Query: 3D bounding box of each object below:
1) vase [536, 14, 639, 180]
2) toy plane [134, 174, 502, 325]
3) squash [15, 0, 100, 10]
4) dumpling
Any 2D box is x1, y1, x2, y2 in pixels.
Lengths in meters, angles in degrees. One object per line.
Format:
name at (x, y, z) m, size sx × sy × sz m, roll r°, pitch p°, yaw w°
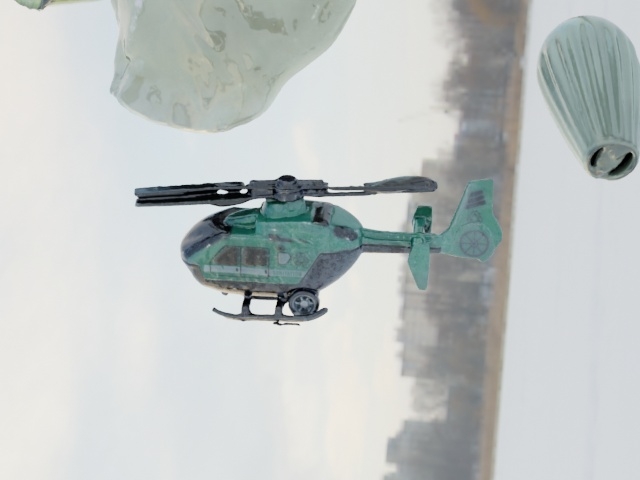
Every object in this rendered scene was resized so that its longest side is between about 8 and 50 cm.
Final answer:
vase at (0.337, -0.171, 1.489) m, size 0.248 × 0.128 × 0.128 m, roll -88°, pitch -4°, yaw -48°
toy plane at (0.000, 0.000, 1.289) m, size 0.106 × 0.382 × 0.155 m, roll -76°, pitch -14°, yaw -60°
squash at (-0.398, -0.458, 1.815) m, size 0.133 × 0.220 × 0.220 m, roll -23°, pitch -58°, yaw -45°
dumpling at (-0.122, -0.252, 1.430) m, size 0.187 × 0.318 × 0.242 m, roll 41°, pitch -131°, yaw -65°
